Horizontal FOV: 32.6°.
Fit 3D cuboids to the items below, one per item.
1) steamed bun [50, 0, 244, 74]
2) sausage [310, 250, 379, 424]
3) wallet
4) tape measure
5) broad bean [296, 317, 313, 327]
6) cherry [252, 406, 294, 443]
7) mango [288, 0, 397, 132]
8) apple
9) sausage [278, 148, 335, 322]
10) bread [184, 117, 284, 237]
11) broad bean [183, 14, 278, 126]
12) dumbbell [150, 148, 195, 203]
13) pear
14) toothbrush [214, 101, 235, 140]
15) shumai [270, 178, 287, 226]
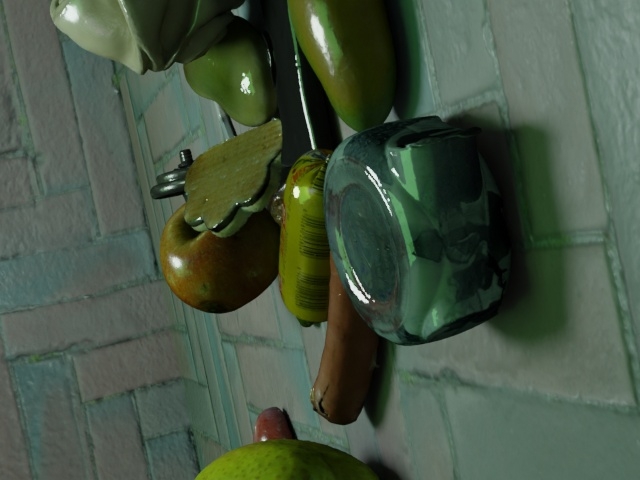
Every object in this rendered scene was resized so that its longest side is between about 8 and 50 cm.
[{"bbox_3d":[-0.258,-0.425,1.837,0.255,0.367,0.342,50,164,-4],"label":"steamed bun"},{"bbox_3d":[0.044,0.145,1.661,0.094,0.094,0.419,51,149,35],"label":"sausage"},{"bbox_3d":[-0.050,-0.305,1.736,0.197,0.051,0.378,-176,76,-73],"label":"wallet"},{"bbox_3d":[0.114,-0.011,1.252,0.275,0.147,0.256,-166,63,-67],"label":"tape measure"},{"bbox_3d":[-0.027,0.097,1.943,0.195,0.046,0.061,98,152,-51],"label":"broad bean"},{"bbox_3d":[-0.103,0.425,2.340,0.106,0.086,0.126,103,148,-46],"label":"cherry"},{"bbox_3d":[0.029,-0.261,1.401,0.156,0.114,0.251,-25,77,65],"label":"mango"},{"bbox_3d":[-0.182,0.024,2.073,0.207,0.237,0.237,55,-177,-43],"label":"apple"},{"bbox_3d":[0.000,0.000,1.654,0.347,0.123,0.123,97,155,-44],"label":"sausage"},{"bbox_3d":[-0.149,-0.098,1.926,0.286,0.056,0.207,-14,55,47],"label":"bread"},{"bbox_3d":[-0.144,-0.307,1.965,0.263,0.121,0.189,35,130,45],"label":"broad bean"},{"bbox_3d":[-0.258,-0.053,2.339,0.192,0.192,0.290,169,88,-73],"label":"dumbbell"},{"bbox_3d":[-0.054,0.489,1.767,0.391,0.391,0.391,168,90,-73],"label":"pear"},{"bbox_3d":[-0.198,-0.236,2.298,0.030,0.025,0.342,94,158,-53],"label":"toothbrush"},{"bbox_3d":[-0.012,-0.064,1.748,0.123,0.105,0.139,29,163,5],"label":"shumai"}]
